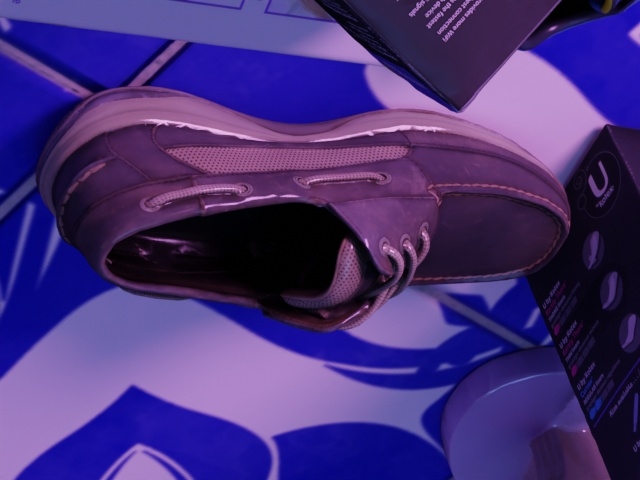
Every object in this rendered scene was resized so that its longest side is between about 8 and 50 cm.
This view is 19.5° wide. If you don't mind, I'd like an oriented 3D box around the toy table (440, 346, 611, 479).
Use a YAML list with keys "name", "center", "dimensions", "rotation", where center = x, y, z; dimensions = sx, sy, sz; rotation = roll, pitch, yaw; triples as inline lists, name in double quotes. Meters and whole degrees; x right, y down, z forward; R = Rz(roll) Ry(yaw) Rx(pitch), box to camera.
- name: "toy table"
  center: [0.216, 0.212, 1.447]
  dimensions: [0.274, 0.161, 0.252]
  rotation: [28, 121, -38]

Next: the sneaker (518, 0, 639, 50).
- name: "sneaker"
  center: [0.192, -0.175, 1.088]
  dimensions: [0.209, 0.082, 0.069]
  rotation: [-28, 135, 8]

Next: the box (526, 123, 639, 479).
- name: "box"
  center: [0.266, 0.069, 1.227]
  dimensions: [0.165, 0.270, 0.143]
  rotation: [6, 133, -25]

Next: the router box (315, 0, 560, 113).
- name: "router box"
  center: [0.063, -0.241, 0.696]
  dimensions: [0.309, 0.081, 0.243]
  rotation: [-48, 121, 1]

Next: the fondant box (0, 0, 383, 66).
- name: "fondant box"
  center: [-0.092, -0.198, 0.844]
  dimensions: [0.330, 0.238, 0.096]
  rotation: [4, 133, -23]

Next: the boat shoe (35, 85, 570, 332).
- name: "boat shoe"
  center: [0.000, 0.000, 1.166]
  dimensions: [0.355, 0.130, 0.132]
  rotation: [3, 134, -22]
